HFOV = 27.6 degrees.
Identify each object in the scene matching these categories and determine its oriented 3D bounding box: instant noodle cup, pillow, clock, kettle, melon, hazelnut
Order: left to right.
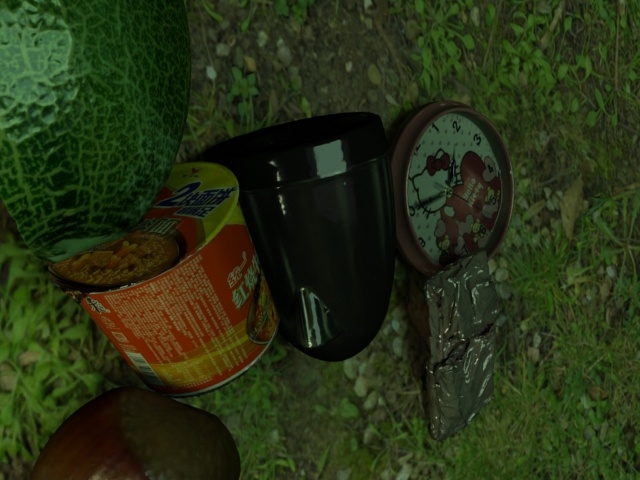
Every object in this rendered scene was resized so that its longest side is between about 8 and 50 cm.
[{"bbox_3d":[-0.254,-0.166,1.242,0.331,0.226,0.343,-21,85,-59],"label":"melon"},{"bbox_3d":[-0.178,0.251,1.315,0.210,0.186,0.210,11,77,-56],"label":"hazelnut"},{"bbox_3d":[-0.149,0.048,1.347,0.213,0.213,0.174,-48,128,-33],"label":"instant noodle cup"},{"bbox_3d":[-0.011,0.005,1.492,0.207,0.251,0.271,-17,103,-18],"label":"kettle"},{"bbox_3d":[0.171,-0.066,1.741,0.244,0.056,0.244,-3,95,-43],"label":"clock"},{"bbox_3d":[0.191,0.140,1.729,0.135,0.049,0.248,-30,126,-42],"label":"pillow"}]
